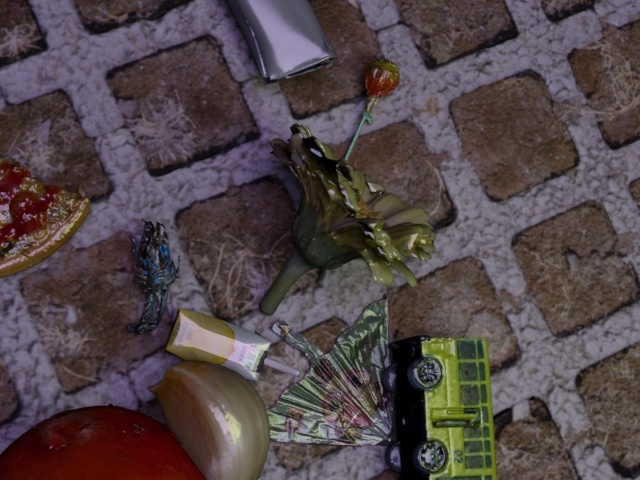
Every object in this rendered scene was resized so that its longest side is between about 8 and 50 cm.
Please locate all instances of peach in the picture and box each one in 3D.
[{"bbox_3d":[-0.281,0.392,1.316,0.370,0.370,0.370,2,80,-13],"label":"peach"}]

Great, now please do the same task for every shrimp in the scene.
[{"bbox_3d":[-0.255,0.055,1.534,0.082,0.076,0.174,2,82,28],"label":"shrimp"}]

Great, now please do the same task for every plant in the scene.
[{"bbox_3d":[0.001,-0.043,1.508,0.297,0.306,0.261,-20,116,11],"label":"plant"}]

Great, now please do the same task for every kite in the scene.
[{"bbox_3d":[0.023,0.222,1.587,0.323,0.013,0.268,-42,92,-17],"label":"kite"}]

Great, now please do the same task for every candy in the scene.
[{"bbox_3d":[0.071,-0.203,1.658,0.060,0.060,0.201,24,85,-8],"label":"candy"}]

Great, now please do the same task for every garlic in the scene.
[{"bbox_3d":[-0.153,0.288,1.456,0.164,0.145,0.245,-6,95,8],"label":"garlic"}]

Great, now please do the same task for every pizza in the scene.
[{"bbox_3d":[-0.454,-0.059,1.498,0.188,0.062,0.199,-43,91,-18],"label":"pizza"}]

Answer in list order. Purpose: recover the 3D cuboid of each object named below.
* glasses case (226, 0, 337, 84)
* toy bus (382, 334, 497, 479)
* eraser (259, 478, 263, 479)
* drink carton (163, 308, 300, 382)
[{"bbox_3d":[-0.096,-0.389,1.629,0.128,0.083,0.308,-27,88,-10],"label":"glasses case"},{"bbox_3d":[0.186,0.279,1.553,0.150,0.128,0.262,1,79,-20],"label":"toy bus"},{"bbox_3d":[-0.098,0.406,1.521,0.150,0.023,0.104,28,76,-7],"label":"eraser"},{"bbox_3d":[-0.129,0.164,1.528,0.200,0.074,0.084,22,79,-10],"label":"drink carton"}]
